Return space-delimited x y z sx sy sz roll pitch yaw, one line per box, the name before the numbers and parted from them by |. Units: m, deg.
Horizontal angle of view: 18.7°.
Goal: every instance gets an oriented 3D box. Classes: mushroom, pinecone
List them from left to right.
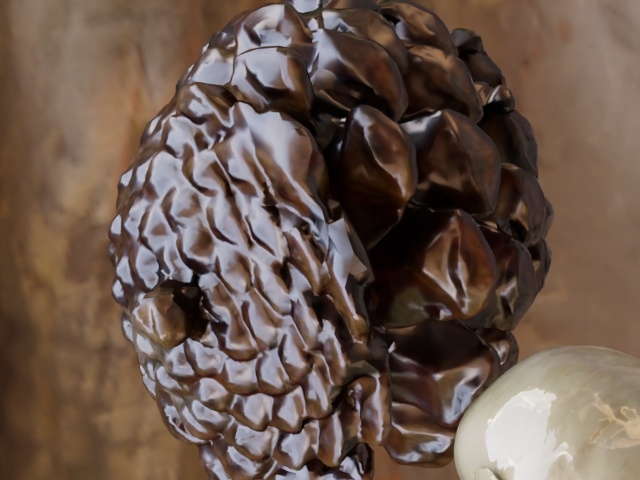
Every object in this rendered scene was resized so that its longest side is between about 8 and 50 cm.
pinecone | 0.007 0.001 1.087 0.296 0.242 0.298 -63 -5 -52
mushroom | 0.123 0.113 0.810 0.122 0.154 0.154 -64 15 -3
